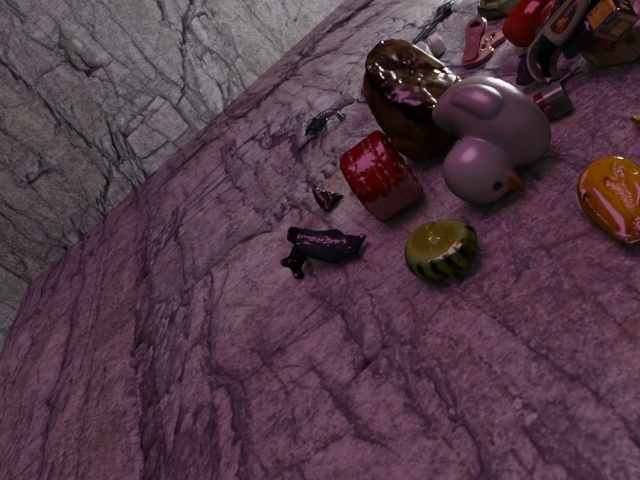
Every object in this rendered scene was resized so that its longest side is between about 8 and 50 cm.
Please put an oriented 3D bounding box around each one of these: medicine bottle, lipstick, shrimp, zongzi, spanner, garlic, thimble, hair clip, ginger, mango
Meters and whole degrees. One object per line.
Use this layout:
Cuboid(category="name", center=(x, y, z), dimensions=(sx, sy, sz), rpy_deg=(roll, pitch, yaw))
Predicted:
Cuboid(category="medicine bottle", center=(0.310, -0.586, 1.594), dimensions=(0.183, 0.069, 0.119), rpy_deg=(-35, 29, 14))
Cuboid(category="lipstick", center=(0.424, -0.254, 1.036), dimensions=(0.186, 0.063, 0.057), rpy_deg=(-29, 30, 34))
Cuboid(category="shrimp", center=(0.006, -0.425, 1.740), dimensions=(0.174, 0.076, 0.082), rpy_deg=(-20, 14, 33))
Cuboid(category="zongzi", center=(0.014, -0.103, 1.321), dimensions=(0.083, 0.067, 0.073), rpy_deg=(3, 43, 29))
Cuboid(category="spanner", center=(0.386, -0.768, 1.791), dimensions=(0.325, 0.026, 0.093), rpy_deg=(-47, 29, -8))
Cuboid(category="garlic", center=(0.640, -0.460, 1.003), dimensions=(0.228, 0.110, 0.217), rpy_deg=(-52, 28, -18))
Cuboid(category="thimble", center=(0.135, -0.145, 1.105), dimensions=(0.125, 0.163, 0.189), rpy_deg=(-35, 59, 16))
Cuboid(category="hair clip", center=(0.463, -0.552, 1.411), dimensions=(0.123, 0.102, 0.138), rpy_deg=(3, 84, 54))
Cuboid(category="ginger", center=(0.226, -0.326, 1.175), dimensions=(0.200, 0.223, 0.269), rpy_deg=(-42, 67, -19))
Cuboid(category="mango", center=(0.449, -0.061, 0.740), dimensions=(0.101, 0.066, 0.187), rpy_deg=(-19, 41, 21))

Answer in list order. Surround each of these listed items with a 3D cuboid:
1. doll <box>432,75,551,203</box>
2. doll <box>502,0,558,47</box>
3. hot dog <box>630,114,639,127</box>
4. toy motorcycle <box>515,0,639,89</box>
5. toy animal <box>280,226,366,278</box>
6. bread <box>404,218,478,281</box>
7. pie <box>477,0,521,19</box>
Cuboid(category="doll", center=(0.308, -0.184, 0.953), dimensions=(0.221, 0.221, 0.251), rpy_deg=(-42, 62, -1))
Cuboid(category="doll", center=(0.544, -0.551, 1.215), dimensions=(0.161, 0.130, 0.290), rpy_deg=(-44, 20, -1))
Cuboid(category="hot dog", center=(0.559, -0.194, 0.830), dimensions=(0.037, 0.021, 0.083), rpy_deg=(-14, 31, 6))
Cuboid(category="toy motorcycle", center=(0.505, -0.403, 1.026), dimensions=(0.263, 0.091, 0.157), rpy_deg=(123, 147, -54))
Cuboid(category="toy animal", center=(0.001, -0.003, 1.139), dimensions=(0.210, 0.117, 0.121), rpy_deg=(-18, 31, 39))
Cuboid(category="bread", center=(0.220, 0.017, 0.896), dimensions=(0.139, 0.071, 0.130), rpy_deg=(-25, 30, 30))
Cuboid(category="pie", center=(0.597, -0.770, 1.517), dimensions=(0.241, 0.054, 0.240), rpy_deg=(-31, 29, 20))
